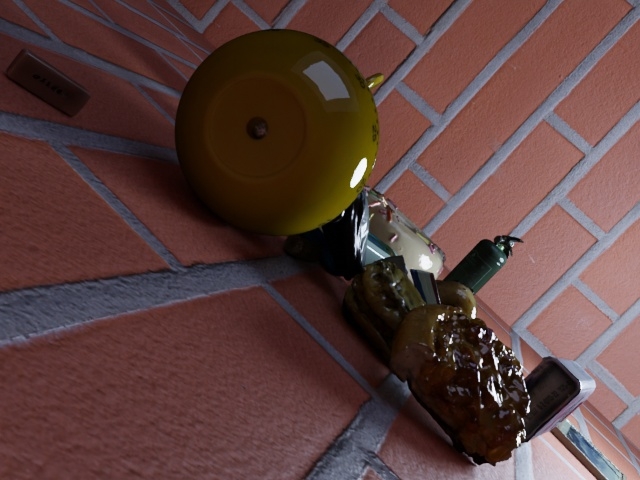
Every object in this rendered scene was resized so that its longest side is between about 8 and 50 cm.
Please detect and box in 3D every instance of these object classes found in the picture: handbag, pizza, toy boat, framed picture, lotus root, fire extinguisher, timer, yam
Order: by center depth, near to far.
[{"bbox_3d":[0.242,0.224,1.332,0.409,0.114,0.278,22,41,-46],"label":"pizza"},{"bbox_3d":[-0.060,-0.180,1.382,0.376,0.376,0.387,43,12,2],"label":"timer"},{"bbox_3d":[-0.033,0.016,1.549,0.043,0.043,0.094,47,9,24],"label":"yam"},{"bbox_3d":[0.216,0.157,1.585,0.080,0.046,0.229,-86,164,-74],"label":"toy boat"},{"bbox_3d":[0.042,-0.070,1.603,0.075,0.191,0.332,-4,27,-6],"label":"handbag"},{"bbox_3d":[0.281,0.158,1.856,0.140,0.154,0.257,35,8,-11],"label":"lotus root"},{"bbox_3d":[0.735,0.585,2.216,0.247,0.022,0.335,46,10,19],"label":"framed picture"},{"bbox_3d":[0.429,0.092,2.262,0.095,0.311,0.114,34,13,-33],"label":"fire extinguisher"}]

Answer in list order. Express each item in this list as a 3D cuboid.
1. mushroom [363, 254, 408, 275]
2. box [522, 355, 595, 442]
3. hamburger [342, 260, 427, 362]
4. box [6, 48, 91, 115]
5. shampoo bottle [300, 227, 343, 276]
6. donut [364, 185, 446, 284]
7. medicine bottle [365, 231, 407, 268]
[{"bbox_3d":[0.134,0.100,1.643,0.117,0.141,0.188,2,-5,8],"label":"mushroom"},{"bbox_3d":[0.508,0.352,1.827,0.112,0.190,0.370,46,9,24],"label":"box"},{"bbox_3d":[0.123,0.140,1.464,0.206,0.130,0.183,58,20,5],"label":"hamburger"},{"bbox_3d":[-0.385,-0.223,1.157,0.115,0.048,0.025,35,8,-42],"label":"box"},{"bbox_3d":[0.000,0.000,1.719,0.087,0.050,0.183,26,19,-50],"label":"shampoo bottle"},{"bbox_3d":[0.195,-0.013,2.290,0.382,0.142,0.382,41,9,-8],"label":"donut"},{"bbox_3d":[0.124,0.035,1.970,0.229,0.083,0.121,35,10,-43],"label":"medicine bottle"}]
